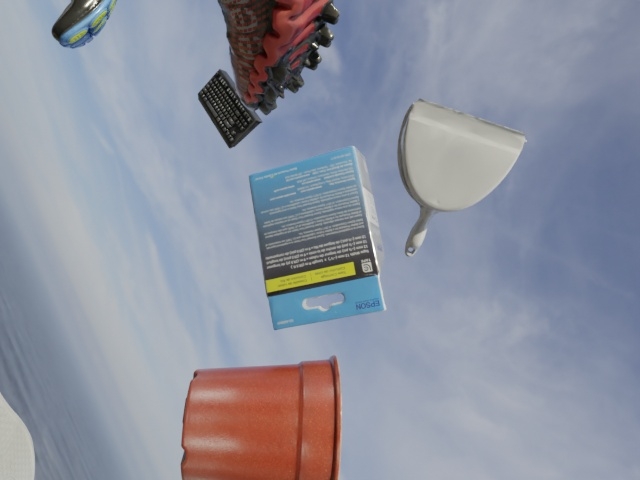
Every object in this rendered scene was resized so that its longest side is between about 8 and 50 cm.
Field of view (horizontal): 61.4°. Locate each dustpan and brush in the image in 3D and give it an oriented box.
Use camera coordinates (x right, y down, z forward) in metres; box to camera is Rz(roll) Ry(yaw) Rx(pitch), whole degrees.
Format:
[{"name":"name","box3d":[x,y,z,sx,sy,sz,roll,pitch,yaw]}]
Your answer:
[{"name":"dustpan and brush","box3d":[0.151,-0.063,0.696,0.060,0.147,0.211,-69,178,-69]}]

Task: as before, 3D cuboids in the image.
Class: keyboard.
[{"name":"keyboard","box3d":[-0.167,-0.261,1.014,0.180,0.108,0.023,56,11,33]}]

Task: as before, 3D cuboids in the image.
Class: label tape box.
[{"name":"label tape box","box3d":[0.000,0.000,1.167,0.115,0.249,0.348,18,61,-72]}]

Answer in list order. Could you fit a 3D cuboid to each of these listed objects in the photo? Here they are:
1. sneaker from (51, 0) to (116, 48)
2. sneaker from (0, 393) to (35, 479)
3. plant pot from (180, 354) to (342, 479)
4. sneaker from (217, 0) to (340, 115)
[{"name":"sneaker","box3d":[-0.260,-0.300,0.598,0.067,0.078,0.188,-5,-112,62]},{"name":"sneaker","box3d":[-0.414,0.219,0.568,0.105,0.146,0.296,-88,178,-57]},{"name":"plant pot","box3d":[-0.108,0.343,0.992,0.272,0.265,0.273,-176,-90,-85]},{"name":"sneaker","box3d":[-0.049,-0.229,0.464,0.135,0.098,0.276,36,-30,6]}]
